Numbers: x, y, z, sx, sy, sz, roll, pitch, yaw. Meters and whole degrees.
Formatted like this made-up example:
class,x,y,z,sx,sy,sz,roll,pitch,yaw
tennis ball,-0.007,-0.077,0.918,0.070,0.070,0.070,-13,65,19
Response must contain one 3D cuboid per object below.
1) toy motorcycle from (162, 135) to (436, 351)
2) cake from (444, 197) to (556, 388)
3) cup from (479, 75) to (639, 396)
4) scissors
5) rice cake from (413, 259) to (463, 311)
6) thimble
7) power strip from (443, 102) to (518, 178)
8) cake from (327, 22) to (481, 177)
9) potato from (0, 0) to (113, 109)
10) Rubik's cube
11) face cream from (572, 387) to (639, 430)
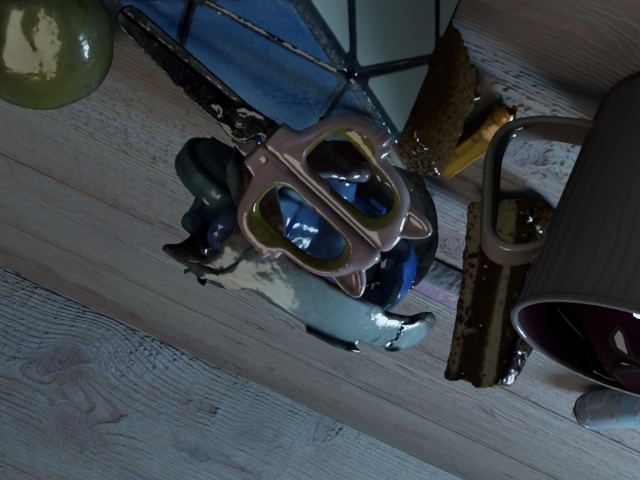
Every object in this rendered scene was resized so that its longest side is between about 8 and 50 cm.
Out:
class,x,y,z,sx,sy,sz,roll,pitch,yaw
toy motorcycle,-0.016,0.014,1.006,0.319,0.241,0.182,16,149,-43
cake,0.255,0.076,1.250,0.135,0.246,0.112,17,168,-42
cup,0.305,-0.002,0.942,0.288,0.273,0.208,8,154,38
scissors,-0.047,-0.084,0.815,0.317,0.160,0.024,43,-161,-14
rice cake,0.176,0.061,1.539,0.365,0.056,0.073,26,161,-4
thimble,0.027,-0.019,1.298,0.236,0.205,0.172,32,159,-21
power strip,0.179,-0.119,1.112,0.028,0.049,0.178,33,158,-9
cake,0.071,-0.158,1.015,0.147,0.135,0.134,12,158,32
potato,-0.355,-0.258,1.221,0.177,0.160,0.235,-9,153,-22
Rubik's cube,-0.018,-0.227,0.851,0.205,0.207,0.205,11,156,35
face cream,0.522,0.295,1.693,0.075,0.075,0.229,29,158,-11
